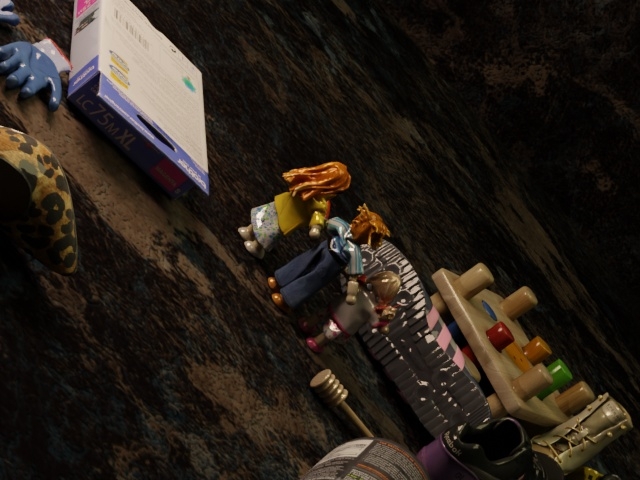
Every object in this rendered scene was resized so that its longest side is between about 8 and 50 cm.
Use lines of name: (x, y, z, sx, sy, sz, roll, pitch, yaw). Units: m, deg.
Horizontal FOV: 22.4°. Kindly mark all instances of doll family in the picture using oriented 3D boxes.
doll family: (0.000, 0.000, 1.954, 0.118, 0.163, 0.263, 28, 30, -56)

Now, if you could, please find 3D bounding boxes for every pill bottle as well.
pill bottle: (0.038, 0.268, 1.583, 0.130, 0.130, 0.246, 55, 17, 4)

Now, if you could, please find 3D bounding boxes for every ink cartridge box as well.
ink cartridge box: (-0.214, -0.173, 1.902, 0.186, 0.065, 0.311, 44, 17, -28)

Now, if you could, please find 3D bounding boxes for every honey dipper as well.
honey dipper: (0.048, 0.217, 1.887, 0.160, 0.030, 0.030, 50, 17, -17)

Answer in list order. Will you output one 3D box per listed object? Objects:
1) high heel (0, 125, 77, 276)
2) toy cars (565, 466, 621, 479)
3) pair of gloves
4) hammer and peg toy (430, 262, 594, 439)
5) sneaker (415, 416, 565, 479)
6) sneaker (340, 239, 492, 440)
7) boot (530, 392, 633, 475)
high heel: (-0.319, -0.050, 1.388, 0.261, 0.093, 0.186, 59, 33, -11)
toy cars: (0.518, 0.454, 2.564, 0.176, 0.087, 0.394, 15, -12, 40)
pair of gloves: (-0.339, -0.221, 1.731, 0.198, 0.023, 0.159, 51, 19, -5)
hammer and peg toy: (0.255, 0.152, 2.400, 0.361, 0.127, 0.266, 25, 33, -58)
sneaker: (0.232, 0.277, 1.977, 0.283, 0.124, 0.107, 6, 41, -47)
sneaker: (0.125, 0.148, 2.145, 0.319, 0.112, 0.131, 63, 2, 21)
boot: (0.370, 0.292, 2.365, 0.077, 0.165, 0.213, 58, 16, 16)
